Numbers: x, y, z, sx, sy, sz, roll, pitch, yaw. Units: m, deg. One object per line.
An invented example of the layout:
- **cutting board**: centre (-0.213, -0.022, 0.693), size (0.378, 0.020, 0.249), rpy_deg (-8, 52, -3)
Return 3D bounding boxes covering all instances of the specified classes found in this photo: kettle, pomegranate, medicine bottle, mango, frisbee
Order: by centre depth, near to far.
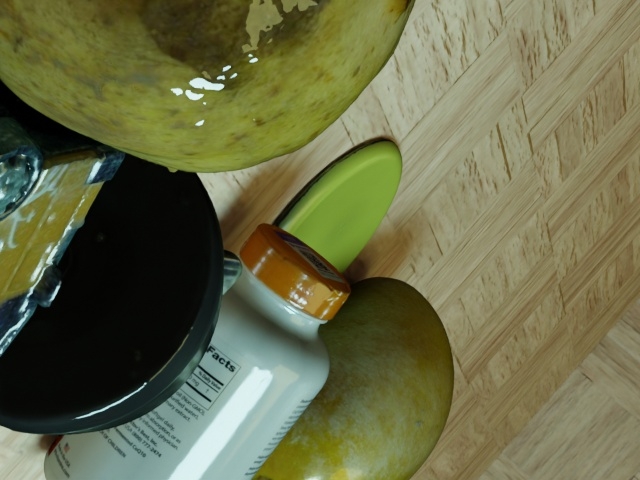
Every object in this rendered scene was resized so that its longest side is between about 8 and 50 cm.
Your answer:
- **pomegranate**: centre (-0.068, -0.169, 0.930), size (0.281, 0.281, 0.281), rpy_deg (-43, 161, -19)
- **kettle**: centre (-0.169, 0.051, 1.245), size (0.251, 0.207, 0.271), rpy_deg (-54, 170, -7)
- **medicine bottle**: centre (-0.096, 0.126, 1.618), size (0.289, 0.157, 0.157), rpy_deg (-53, 162, 10)
- **frisbee**: centre (0.000, 0.000, 1.818), size (0.236, 0.017, 0.236), rpy_deg (-43, 161, -19)
- **mango**: centre (0.013, 0.161, 1.884), size (0.221, 0.199, 0.384), rpy_deg (-17, -159, 30)

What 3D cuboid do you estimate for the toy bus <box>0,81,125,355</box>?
- **toy bus**: centre (-0.269, -0.012, 0.938), size (0.323, 0.162, 0.194), rpy_deg (-17, 144, -56)
